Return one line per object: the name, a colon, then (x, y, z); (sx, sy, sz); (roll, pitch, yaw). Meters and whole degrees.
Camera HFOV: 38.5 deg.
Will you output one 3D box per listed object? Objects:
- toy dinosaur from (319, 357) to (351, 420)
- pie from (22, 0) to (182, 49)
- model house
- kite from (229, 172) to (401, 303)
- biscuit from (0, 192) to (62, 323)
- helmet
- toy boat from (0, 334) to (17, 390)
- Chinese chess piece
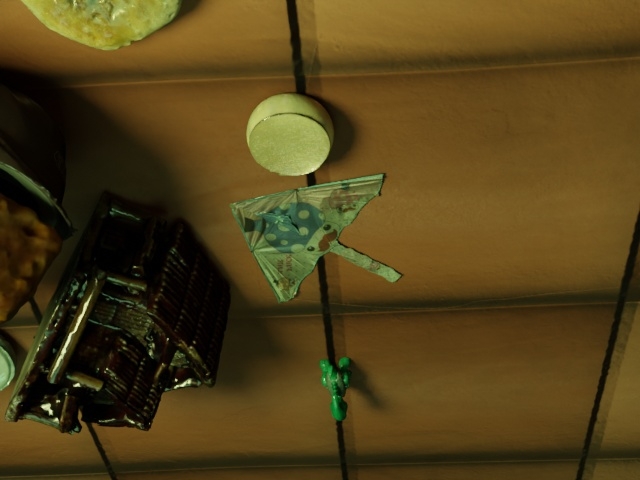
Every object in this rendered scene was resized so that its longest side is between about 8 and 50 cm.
toy dinosaur: (0.029, 0.264, 1.652); (0.059, 0.096, 0.132); (-8, 138, 7)
pie: (-0.273, -0.311, 1.101); (0.218, 0.052, 0.185); (7, 141, -3)
model house: (-0.281, 0.150, 1.415); (0.283, 0.317, 0.297); (24, 144, -17)
kite: (0.000, 0.000, 1.443); (0.314, 0.011, 0.335); (23, 132, -21)
biscuit: (-0.561, -0.006, 1.100); (0.343, 0.166, 0.395); (-13, 144, 43)
helmet: (-0.443, -0.119, 1.198); (0.305, 0.177, 0.225); (12, 150, -1)
toy boat: (-0.628, 0.196, 1.594); (0.208, 0.079, 0.134); (27, 99, -39)
Chinese chess piece: (-0.042, -0.147, 1.266); (0.122, 0.051, 0.122); (1, 138, 1)
